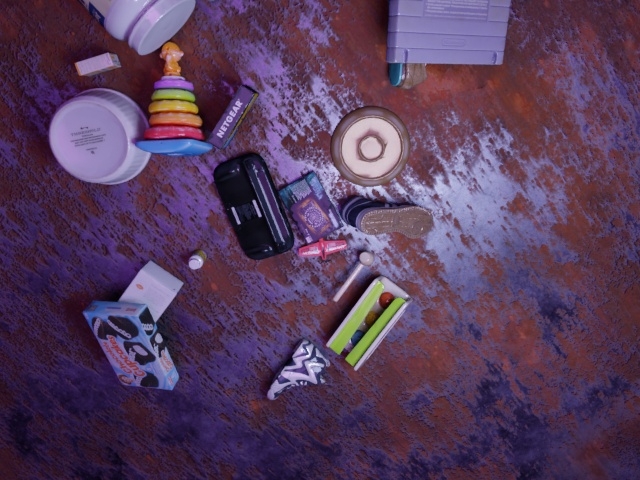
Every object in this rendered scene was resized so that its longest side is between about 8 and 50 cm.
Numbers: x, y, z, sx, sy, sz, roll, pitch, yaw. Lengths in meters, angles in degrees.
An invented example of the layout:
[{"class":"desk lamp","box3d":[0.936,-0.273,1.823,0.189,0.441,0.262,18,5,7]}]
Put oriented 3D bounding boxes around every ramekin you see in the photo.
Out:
[{"class":"ramekin","box3d":[-0.616,-0.281,1.409,0.273,0.127,0.272,0,107,-1]}]

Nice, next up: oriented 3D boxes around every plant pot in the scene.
[{"class":"plant pot","box3d":[0.147,-0.270,1.477,0.236,0.032,0.236,0,106,-1]}]

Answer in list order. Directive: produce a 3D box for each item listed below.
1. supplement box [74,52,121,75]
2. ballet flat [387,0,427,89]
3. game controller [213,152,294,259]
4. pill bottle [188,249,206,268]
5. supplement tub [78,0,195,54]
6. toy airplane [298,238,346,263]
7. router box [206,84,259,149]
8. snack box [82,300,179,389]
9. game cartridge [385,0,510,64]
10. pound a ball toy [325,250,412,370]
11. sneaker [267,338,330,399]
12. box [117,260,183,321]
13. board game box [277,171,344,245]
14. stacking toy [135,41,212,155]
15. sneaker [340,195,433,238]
[{"class":"supplement box","box3d":[-0.606,-0.479,1.385,0.099,0.062,0.036,-15,105,4]},{"class":"ballet flat","box3d":[0.249,-0.583,1.356,0.124,0.116,0.342,-10,108,-19]},{"class":"game controller","box3d":[-0.199,-0.095,1.515,0.167,0.067,0.319,-15,106,18]},{"class":"pill bottle","box3d":[-0.374,0.060,1.536,0.043,0.083,0.043,0,107,-1]},{"class":"supplement tub","box3d":[-0.495,-0.651,1.247,0.235,0.235,0.325,-41,103,10]},{"class":"toy airplane","box3d":[0.000,0.000,1.554,0.151,0.028,0.151,-2,105,-7]},{"class":"router box","box3d":[-0.238,-0.340,1.396,0.046,0.133,0.179,33,104,-9]},{"class":"snack box","box3d":[-0.572,0.325,1.552,0.187,0.060,0.321,1,125,16]},{"class":"game cartridge","box3d":[0.334,-0.575,1.310,0.355,0.068,0.230,-7,107,-24]},{"class":"pound a ball toy","box3d":[0.138,0.211,1.584,0.208,0.136,0.319,38,104,15]},{"class":"sneaker","box3d":[-0.059,0.452,1.651,0.153,0.094,0.235,34,93,-2]},{"class":"box","box3d":[-0.529,0.173,1.562,0.130,0.091,0.170,37,103,-10]},{"class":"board game box","box3d":[-0.027,-0.094,1.506,0.126,0.026,0.186,-28,91,7]},{"class":"stacking toy","box3d":[-0.402,-0.385,1.385,0.175,0.166,0.301,-1,95,11]},{"class":"sneaker","box3d":[0.193,-0.073,1.512,0.282,0.153,0.099,1,106,-33]}]
